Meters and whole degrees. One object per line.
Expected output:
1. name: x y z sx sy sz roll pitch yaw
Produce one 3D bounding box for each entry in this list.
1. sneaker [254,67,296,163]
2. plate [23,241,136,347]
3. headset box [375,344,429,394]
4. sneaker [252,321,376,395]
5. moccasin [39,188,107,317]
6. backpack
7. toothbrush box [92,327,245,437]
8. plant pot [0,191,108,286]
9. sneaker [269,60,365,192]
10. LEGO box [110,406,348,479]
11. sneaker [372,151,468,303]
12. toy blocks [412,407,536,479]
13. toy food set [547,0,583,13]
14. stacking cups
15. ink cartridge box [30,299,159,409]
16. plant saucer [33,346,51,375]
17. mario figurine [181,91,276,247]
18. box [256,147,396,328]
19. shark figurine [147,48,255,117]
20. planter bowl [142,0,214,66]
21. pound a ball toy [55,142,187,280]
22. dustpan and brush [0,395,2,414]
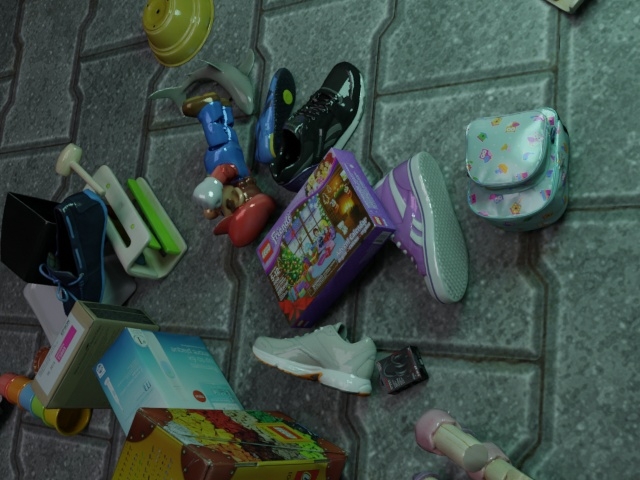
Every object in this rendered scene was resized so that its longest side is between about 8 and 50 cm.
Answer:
1. sneaker: -0.106 -0.266 1.628 0.082 0.069 0.209 -2 78 39
2. plate: -0.611 0.117 1.886 0.277 0.045 0.278 -46 57 6
3. headset box: 0.141 0.231 1.351 0.083 0.032 0.062 -31 63 25
4. sneaker: -0.006 0.205 1.435 0.262 0.099 0.121 13 79 30
5. moccasin: -0.560 0.042 1.699 0.138 0.117 0.342 28 123 31
6. backpack: 0.317 -0.113 1.241 0.166 0.144 0.188 -5 79 29
7. toothbrush box: -0.283 0.328 1.519 0.126 0.216 0.295 -49 55 17
8. plant pot: -0.651 0.008 1.822 0.187 0.188 0.167 29 97 34
9. sneaker: -0.007 -0.229 1.512 0.107 0.124 0.283 24 93 37
10. LEGO box: -0.204 0.557 1.309 0.193 0.372 0.500 21 91 38
11. sneaker: 0.163 -0.001 1.361 0.161 0.102 0.282 -29 56 35
12. toy blocks: 0.205 0.435 1.173 0.288 0.309 0.260 -60 20 -5
13. toy food set: 0.399 -0.553 1.317 0.220 0.092 0.306 -51 55 14
14. stacking cups: -0.691 0.395 1.887 0.316 0.096 0.096 8 83 42
15. ink cartridge box: -0.501 0.259 1.707 0.088 0.193 0.235 38 101 35
16. plant saucer: -0.702 0.314 1.951 0.083 0.013 0.083 -10 73 33
17. mario figurine: -0.218 -0.134 1.593 0.170 0.198 0.320 -28 77 48
18. box: 0.000 0.000 1.441 0.293 0.057 0.201 -52 48 32
19. shark figurine: -0.261 -0.376 1.741 0.278 0.116 0.166 8 82 35
20. planter bowl: -0.371 -0.545 1.873 0.217 0.090 0.217 -9 74 34
21. pound a ball toy: -0.479 -0.059 1.759 0.136 0.208 0.319 -49 57 16
22. dustpan and brush: -0.900 0.416 2.051 0.211 0.060 0.147 41 116 29
